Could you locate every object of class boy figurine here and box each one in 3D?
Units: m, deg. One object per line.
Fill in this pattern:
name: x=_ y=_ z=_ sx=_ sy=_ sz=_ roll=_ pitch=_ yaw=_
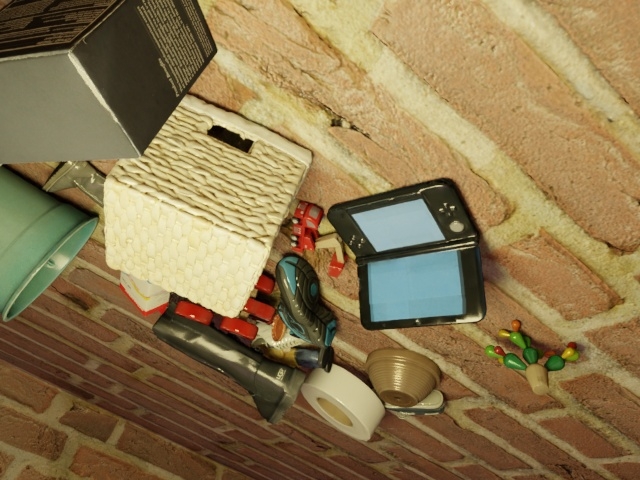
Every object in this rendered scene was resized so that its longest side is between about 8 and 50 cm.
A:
boy figurine: x=-0.102 y=0.370 z=1.627 sx=0.284 sy=0.092 sz=0.177 roll=2 pitch=153 yaw=24

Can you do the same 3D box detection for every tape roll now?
tape roll: x=0.073 y=0.533 z=1.671 sx=0.286 sy=0.100 sz=0.286 roll=29 pitch=149 yaw=20

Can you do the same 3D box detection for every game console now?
game console: x=0.170 y=0.042 z=1.047 sx=0.292 sy=0.174 sz=0.250 roll=-12 pitch=133 yaw=33

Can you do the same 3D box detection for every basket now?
basket: x=-0.239 y=-0.061 z=1.024 sx=0.328 sy=0.267 sz=0.331 roll=24 pitch=144 yaw=-7

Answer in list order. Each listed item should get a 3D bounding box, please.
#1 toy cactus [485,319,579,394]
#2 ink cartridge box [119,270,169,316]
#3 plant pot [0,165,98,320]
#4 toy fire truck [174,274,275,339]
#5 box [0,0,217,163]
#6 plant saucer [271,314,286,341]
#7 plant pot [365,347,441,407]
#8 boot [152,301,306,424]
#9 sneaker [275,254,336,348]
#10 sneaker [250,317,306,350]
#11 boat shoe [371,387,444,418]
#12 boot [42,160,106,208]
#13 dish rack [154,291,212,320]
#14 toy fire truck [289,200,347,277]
toy cactus: x=0.515 y=0.284 z=1.203 sx=0.218 sy=0.181 sz=0.112 roll=9 pitch=121 yaw=5
ink cartridge box: x=-0.490 y=0.113 z=1.407 sx=0.134 sy=0.078 sz=0.231 roll=41 pitch=131 yaw=22
plant pot: x=-0.821 y=-0.029 z=1.282 sx=0.334 sy=0.341 sz=0.341 roll=39 pitch=139 yaw=-12
toy fire truck: x=-0.269 y=0.168 z=1.414 sx=0.301 sy=0.170 sz=0.254 roll=20 pitch=164 yaw=-5
box: x=-0.371 y=-0.279 z=0.788 sx=0.296 sy=0.294 sz=0.183 roll=2 pitch=139 yaw=22
plant saucer: x=-0.121 y=0.256 z=1.478 sx=0.013 sy=0.084 sz=0.083 roll=14 pitch=147 yaw=-28
plant pot: x=0.246 y=0.436 z=1.547 sx=0.237 sy=0.110 sz=0.237 roll=12 pitch=141 yaw=10
boot: x=-0.289 y=0.381 z=1.535 sx=0.444 sy=0.146 sz=0.367 roll=25 pitch=143 yaw=-1
sneaker: x=-0.069 y=0.174 z=1.346 sx=0.139 sy=0.125 sz=0.341 roll=5 pitch=136 yaw=26
sneaker: x=-0.102 y=0.292 z=1.531 sx=0.234 sy=0.095 sz=0.090 roll=-3 pitch=135 yaw=24
boat shoe: x=0.282 y=0.535 z=1.669 sx=0.254 sy=0.095 sz=0.079 roll=-6 pitch=125 yaw=16
boot: x=-0.566 y=-0.115 z=1.263 sx=0.189 sy=0.076 sz=0.208 roll=-18 pitch=136 yaw=40
dish rack: x=-0.477 y=0.176 z=1.566 sx=0.208 sy=0.074 sz=0.272 roll=-6 pitch=136 yaw=27
toy fire truck: x=0.000 y=0.000 z=1.164 sx=0.135 sy=0.047 sz=0.192 roll=18 pitch=143 yaw=7
